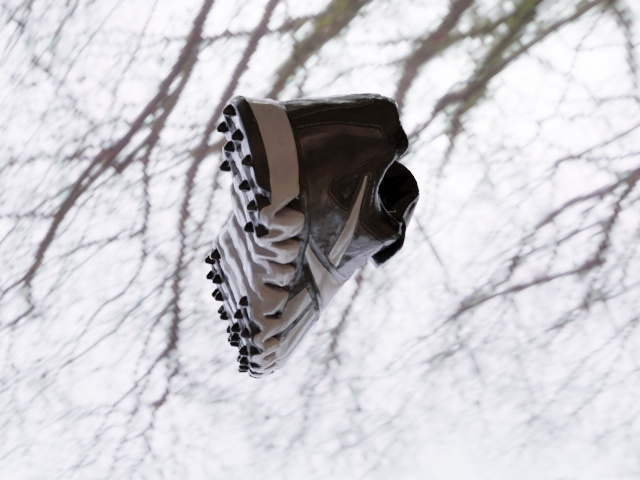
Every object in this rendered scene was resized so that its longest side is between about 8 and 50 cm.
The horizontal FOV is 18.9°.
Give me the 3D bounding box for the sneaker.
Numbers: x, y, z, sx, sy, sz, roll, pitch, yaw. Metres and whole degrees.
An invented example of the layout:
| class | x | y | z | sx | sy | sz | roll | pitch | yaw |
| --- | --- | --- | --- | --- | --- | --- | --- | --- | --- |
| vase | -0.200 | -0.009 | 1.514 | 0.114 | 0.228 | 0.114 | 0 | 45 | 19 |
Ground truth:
| class | x | y | z | sx | sy | sz | roll | pitch | yaw |
| --- | --- | --- | --- | --- | --- | --- | --- | --- | --- |
| sneaker | 0.000 | 0.000 | 1.002 | 0.106 | 0.234 | 0.078 | -13 | -120 | -14 |
